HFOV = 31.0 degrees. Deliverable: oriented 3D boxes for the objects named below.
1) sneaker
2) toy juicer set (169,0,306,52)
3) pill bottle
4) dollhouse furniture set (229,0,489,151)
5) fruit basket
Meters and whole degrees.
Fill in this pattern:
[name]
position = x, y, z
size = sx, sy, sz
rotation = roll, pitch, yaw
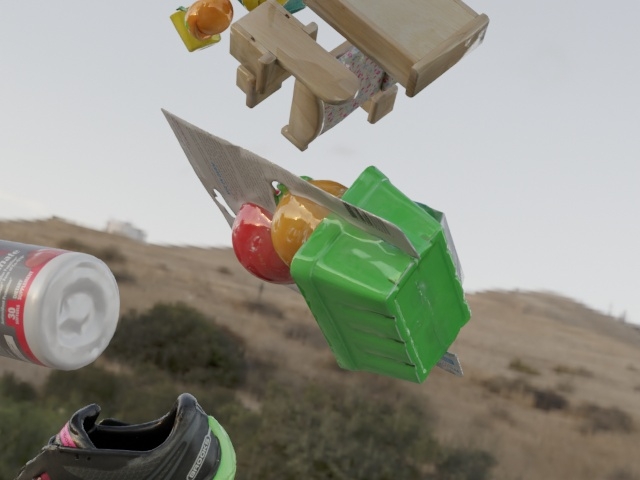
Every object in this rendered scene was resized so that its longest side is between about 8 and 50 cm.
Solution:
[sneaker]
position = -0.374, 0.357, 1.736
size = 0.483, 0.202, 0.185
rotation = -20, 16, -8
[toy juicer set]
position = -0.056, -0.367, 1.632
size = 0.329, 0.089, 0.209
rotation = -21, 5, -5
[pill bottle]
position = -0.479, 0.089, 1.774
size = 0.318, 0.176, 0.176
rotation = 7, -11, 34
[dollhouse furniture set]
position = 0.050, -0.156, 1.354
size = 0.174, 0.303, 0.355
rotation = 43, -27, 18
[fruit basket]
position = 0.000, 0.000, 1.330
size = 0.353, 0.165, 0.327
rotation = 33, -19, 36
